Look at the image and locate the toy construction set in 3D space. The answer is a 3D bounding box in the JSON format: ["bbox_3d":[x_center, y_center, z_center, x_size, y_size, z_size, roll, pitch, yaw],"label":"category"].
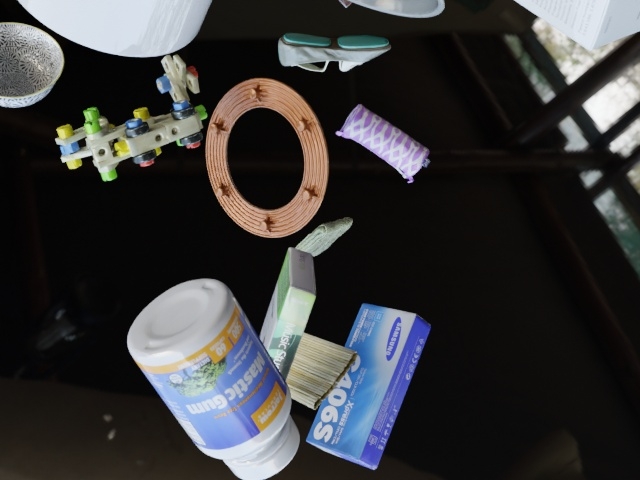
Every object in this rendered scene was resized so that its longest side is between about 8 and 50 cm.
[{"bbox_3d":[-0.357,-0.234,1.745,0.215,0.327,0.151,25,149,55],"label":"toy construction set"}]

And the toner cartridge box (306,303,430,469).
[{"bbox_3d":[0.109,0.323,1.973,0.075,0.165,0.348,38,-112,-43],"label":"toner cartridge box"}]

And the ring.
[{"bbox_3d":[-0.124,-0.170,1.830,0.032,0.336,0.337,-18,-110,-52],"label":"ring"}]

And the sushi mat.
[{"bbox_3d":[-0.056,0.271,1.936,0.151,0.316,0.019,-49,-59,-19],"label":"sushi mat"}]

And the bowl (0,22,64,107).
[{"bbox_3d":[-0.521,-0.280,1.474,0.170,0.080,0.170,7,-125,-11],"label":"bowl"}]

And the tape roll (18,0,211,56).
[{"bbox_3d":[-0.221,-0.354,0.986,0.246,0.169,0.246,17,-133,-19],"label":"tape roll"}]

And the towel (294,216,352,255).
[{"bbox_3d":[0.000,0.000,1.925,0.110,0.148,0.027,-17,-110,-48],"label":"towel"}]

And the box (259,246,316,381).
[{"bbox_3d":[-0.083,0.198,1.684,0.058,0.322,0.232,15,-163,-7],"label":"box"}]

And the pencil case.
[{"bbox_3d":[0.141,-0.215,1.930,0.206,0.088,0.086,33,174,-5],"label":"pencil case"}]

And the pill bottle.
[{"bbox_3d":[-0.131,0.197,1.182,0.152,0.152,0.272,-85,-28,-55],"label":"pill bottle"}]

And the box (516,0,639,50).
[{"bbox_3d":[0.285,-0.295,0.782,0.180,0.182,0.119,-25,-127,-26],"label":"box"}]

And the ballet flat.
[{"bbox_3d":[0.026,-0.355,1.658,0.213,0.068,0.072,2,-146,-2],"label":"ballet flat"}]

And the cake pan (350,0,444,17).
[{"bbox_3d":[0.065,-0.435,1.366,0.293,0.054,0.293,21,-179,0],"label":"cake pan"}]

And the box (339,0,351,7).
[{"bbox_3d":[0.156,-0.729,2.034,0.143,0.381,0.191,48,-166,-19],"label":"box"}]
